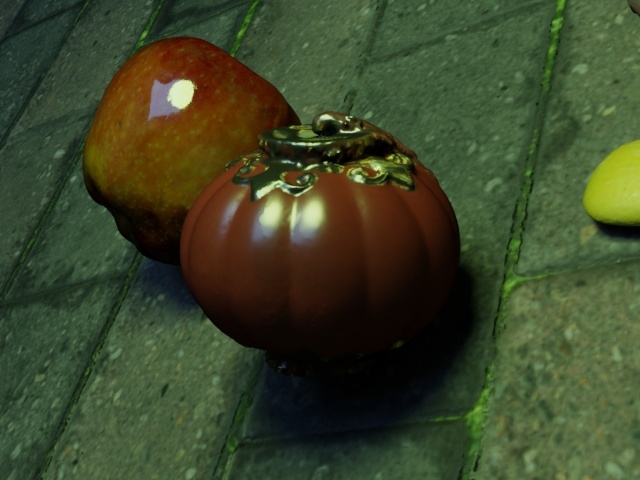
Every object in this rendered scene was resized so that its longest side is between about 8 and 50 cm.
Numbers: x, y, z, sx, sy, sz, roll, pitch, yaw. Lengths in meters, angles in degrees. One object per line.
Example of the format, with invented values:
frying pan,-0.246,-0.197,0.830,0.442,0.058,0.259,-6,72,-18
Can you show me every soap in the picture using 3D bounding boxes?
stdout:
soap,0.275,-0.045,0.819,0.168,0.033,0.089,4,56,47

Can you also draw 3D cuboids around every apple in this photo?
apple,-0.134,-0.085,1.114,0.230,0.230,0.230,-26,37,22

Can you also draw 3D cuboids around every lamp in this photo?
lamp,0.000,0.000,0.883,0.227,0.227,0.227,-26,37,22

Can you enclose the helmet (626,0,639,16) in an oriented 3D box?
helmet,0.347,-0.216,0.836,0.253,0.154,0.198,12,22,40
